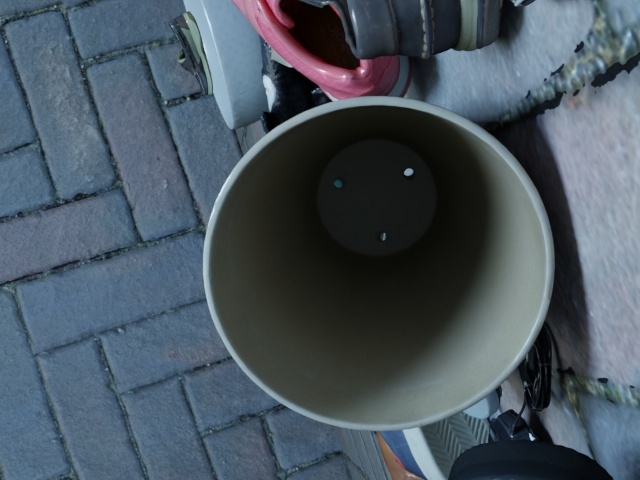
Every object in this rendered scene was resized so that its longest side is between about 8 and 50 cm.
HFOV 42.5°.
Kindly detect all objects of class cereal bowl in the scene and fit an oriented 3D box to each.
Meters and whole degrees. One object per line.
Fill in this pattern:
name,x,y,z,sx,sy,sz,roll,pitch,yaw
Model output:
cereal bowl,-0.140,-0.369,1.423,0.339,0.141,0.338,162,90,-82

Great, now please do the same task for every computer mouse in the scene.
computer mouse,0.196,0.165,0.772,0.071,0.041,0.242,-112,15,-46

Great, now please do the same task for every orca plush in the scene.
orca plush,-0.014,-0.239,1.198,0.151,0.102,0.287,-36,-51,-52

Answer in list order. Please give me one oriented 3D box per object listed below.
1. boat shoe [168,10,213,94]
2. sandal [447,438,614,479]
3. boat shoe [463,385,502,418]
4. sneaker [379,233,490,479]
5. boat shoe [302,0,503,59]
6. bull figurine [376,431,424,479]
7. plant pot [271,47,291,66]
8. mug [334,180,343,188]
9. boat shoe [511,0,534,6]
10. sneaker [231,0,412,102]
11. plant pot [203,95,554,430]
boat shoe,-0.222,-0.317,1.414,0.056,0.049,0.152,-121,15,-54
sandal,0.212,0.321,0.690,0.107,0.168,0.445,-59,-38,-51
boat shoe,0.144,0.105,0.823,0.183,0.083,0.065,40,148,59
sneaker,0.081,0.129,0.987,0.148,0.131,0.349,-11,97,61
boat shoe,0.017,-0.262,0.659,0.355,0.130,0.132,-117,12,-46
bull figurine,0.145,0.300,1.160,0.188,0.101,0.310,150,100,-78
plant pot,0.005,-0.246,0.898,0.109,0.109,0.096,-129,33,-68
mug,-0.014,-0.075,1.348,0.097,0.158,0.129,-117,37,-44
boat shoe,0.134,-0.169,0.425,0.065,0.075,0.206,30,175,-15
sneaker,-0.035,-0.250,0.773,0.314,0.116,0.136,45,-168,5
plant pot,0.048,-0.011,0.731,0.274,0.257,0.256,-78,-27,-75
